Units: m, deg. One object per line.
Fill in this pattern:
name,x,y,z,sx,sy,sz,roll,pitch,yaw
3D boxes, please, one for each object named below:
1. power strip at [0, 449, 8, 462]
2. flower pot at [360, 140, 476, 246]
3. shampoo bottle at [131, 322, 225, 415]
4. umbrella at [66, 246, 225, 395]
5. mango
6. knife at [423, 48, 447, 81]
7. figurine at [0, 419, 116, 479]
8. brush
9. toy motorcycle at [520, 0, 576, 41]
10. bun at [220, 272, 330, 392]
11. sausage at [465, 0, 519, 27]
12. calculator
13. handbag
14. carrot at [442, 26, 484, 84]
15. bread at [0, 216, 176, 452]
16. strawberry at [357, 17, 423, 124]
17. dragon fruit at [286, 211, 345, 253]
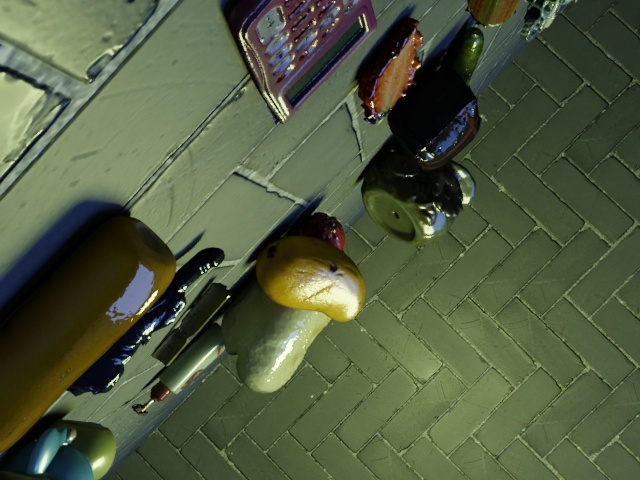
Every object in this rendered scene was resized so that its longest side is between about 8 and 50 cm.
power strip,-0.414,0.272,0.765,0.040,0.016,0.090,-42,175,-45
flower pot,0.261,-0.137,1.656,0.213,0.302,0.302,-43,175,-20
shampoo bottle,-0.356,0.338,1.548,0.284,0.071,0.153,-45,174,-26
umbrella,-0.210,0.092,0.742,0.248,0.071,0.071,-47,178,-36
mango,-0.014,0.081,1.327,0.177,0.120,0.294,-42,134,23
knife,0.223,-0.325,1.242,0.045,0.021,0.222,-48,175,-5
figurine,-0.387,0.354,0.875,0.180,0.154,0.262,-50,179,-5
brush,-0.245,0.160,1.156,0.248,0.043,0.036,-48,-178,31
toy motorcycle,0.517,-0.557,1.295,0.204,0.108,0.239,-44,175,-25
bun,-0.113,0.198,1.541,0.365,0.219,0.365,-52,163,-22
sausage,0.228,-0.353,0.711,0.082,0.082,0.371,-46,175,4
calculator,-0.008,-0.167,0.467,0.126,0.034,0.190,-45,170,-2
handbag,0.229,-0.238,1.200,0.169,0.155,0.215,-39,170,11
carrot,0.290,-0.357,1.274,0.074,0.074,0.358,-46,174,-1
bread,-0.219,0.083,0.503,0.239,0.074,0.092,-45,-179,0
strawberry,0.087,-0.220,0.792,0.104,0.048,0.152,-32,151,-43
dragon fruit,0.000,0.000,1.416,0.136,0.133,0.166,-36,173,-26
